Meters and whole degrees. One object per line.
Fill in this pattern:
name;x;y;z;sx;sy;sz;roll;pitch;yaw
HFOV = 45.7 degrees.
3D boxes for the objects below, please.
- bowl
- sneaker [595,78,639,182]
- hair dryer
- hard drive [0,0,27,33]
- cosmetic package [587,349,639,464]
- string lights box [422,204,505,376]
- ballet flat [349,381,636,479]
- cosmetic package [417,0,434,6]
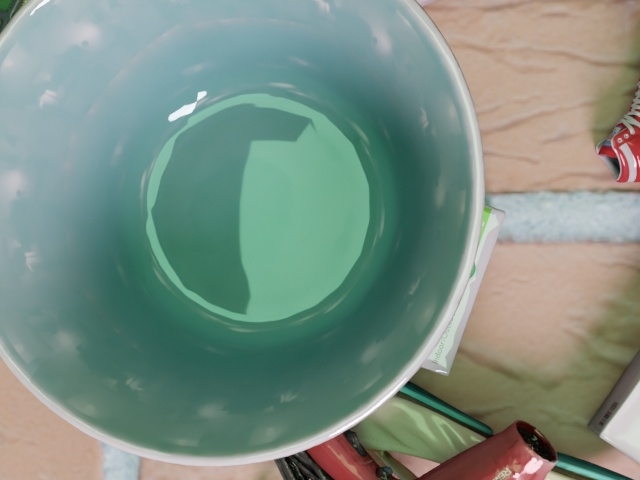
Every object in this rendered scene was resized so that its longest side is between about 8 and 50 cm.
bowl;-0.055;-0.026;0.501;0.312;0.163;0.311;0;86;8
sneaker;0.253;-0.103;0.605;0.067;0.042;0.118;-6;88;4
hair dryer;0.022;0.176;0.549;0.294;0.080;0.223;-10;96;24
hard drive;-0.398;-0.248;0.689;0.339;0.064;0.236;25;90;9
cosmetic package;0.315;0.075;0.576;0.099;0.060;0.239;35;91;12
string lights box;0.000;0.000;0.613;0.260;0.077;0.133;19;90;9
ballet flat;0.131;0.178;0.584;0.249;0.086;0.086;22;89;17
cosmetic package;0.049;-0.390;0.575;0.155;0.197;0.365;-24;82;6
